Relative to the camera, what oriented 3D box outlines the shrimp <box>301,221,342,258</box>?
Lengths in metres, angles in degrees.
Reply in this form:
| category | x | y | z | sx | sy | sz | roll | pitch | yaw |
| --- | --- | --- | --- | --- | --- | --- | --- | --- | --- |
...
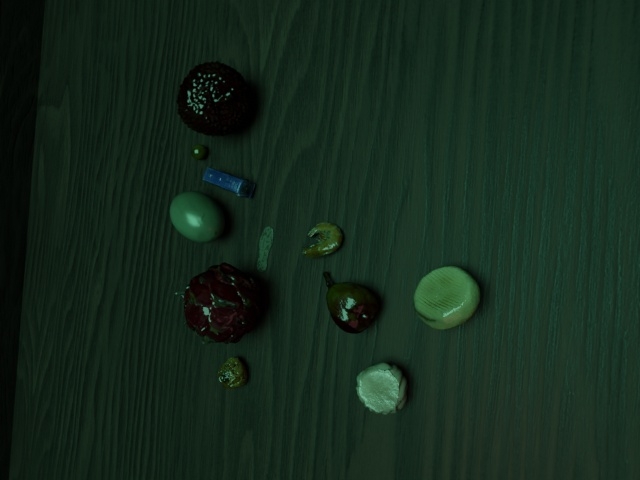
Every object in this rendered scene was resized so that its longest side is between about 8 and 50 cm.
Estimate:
| category | x | y | z | sx | sy | sz | roll | pitch | yaw |
| --- | --- | --- | --- | --- | --- | --- | --- | --- | --- |
| shrimp | 0.002 | 0.002 | 1.736 | 0.188 | 0.052 | 0.132 | -22 | 58 | 23 |

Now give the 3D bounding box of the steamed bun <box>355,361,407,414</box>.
| category | x | y | z | sx | sy | sz | roll | pitch | yaw |
| --- | --- | --- | --- | --- | --- | --- | --- | --- | --- |
| steamed bun | 0.215 | 0.500 | 1.545 | 0.183 | 0.106 | 0.182 | 0 | 91 | 29 |

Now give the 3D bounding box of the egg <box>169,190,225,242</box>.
| category | x | y | z | sx | sy | sz | roll | pitch | yaw |
| --- | --- | --- | --- | --- | --- | --- | --- | --- | --- |
| egg | -0.532 | -0.103 | 1.965 | 0.283 | 0.203 | 0.202 | 38 | 107 | 31 |

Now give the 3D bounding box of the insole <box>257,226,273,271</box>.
| category | x | y | z | sx | sy | sz | roll | pitch | yaw |
| --- | --- | --- | --- | --- | --- | --- | --- | --- | --- |
| insole | -0.231 | 0.036 | 1.892 | 0.065 | 0.006 | 0.193 | 12 | 95 | 31 |

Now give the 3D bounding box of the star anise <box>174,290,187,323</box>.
| category | x | y | z | sx | sy | sz | roll | pitch | yaw |
| --- | --- | --- | --- | --- | --- | --- | --- | --- | --- |
| star anise | -0.537 | 0.287 | 2.019 | 0.209 | 0.089 | 0.231 | -39 | 74 | 11 |

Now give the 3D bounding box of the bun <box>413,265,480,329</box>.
| category | x | y | z | sx | sy | sz | roll | pitch | yaw |
| --- | --- | --- | --- | --- | --- | --- | --- | --- | --- |
| bun | 0.405 | 0.188 | 1.439 | 0.222 | 0.128 | 0.222 | -31 | 44 | 35 |

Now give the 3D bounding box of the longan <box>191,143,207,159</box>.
| category | x | y | z | sx | sy | sz | roll | pitch | yaw |
| --- | --- | --- | --- | --- | --- | --- | --- | --- | --- |
| longan | -0.553 | -0.408 | 2.078 | 0.075 | 0.075 | 0.083 | -19 | 37 | 29 |

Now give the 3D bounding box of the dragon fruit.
| category | x | y | z | sx | sy | sz | roll | pitch | yaw |
| --- | --- | --- | --- | --- | --- | --- | --- | --- | --- |
| dragon fruit | -0.387 | 0.247 | 1.808 | 0.330 | 0.329 | 0.328 | -2 | 87 | 31 |

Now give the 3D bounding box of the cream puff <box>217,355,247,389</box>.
| category | x | y | z | sx | sy | sz | roll | pitch | yaw |
| --- | --- | --- | --- | --- | --- | --- | --- | --- | --- |
| cream puff | -0.369 | 0.554 | 1.900 | 0.120 | 0.104 | 0.133 | 20 | 97 | 37 |

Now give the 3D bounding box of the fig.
| category | x | y | z | sx | sy | sz | roll | pitch | yaw |
| --- | --- | --- | --- | --- | --- | --- | --- | --- | --- |
| fig | 0.081 | 0.202 | 1.631 | 0.274 | 0.146 | 0.170 | 44 | 108 | 39 |

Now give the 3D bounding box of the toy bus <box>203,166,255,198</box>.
| category | x | y | z | sx | sy | sz | roll | pitch | yaw |
| --- | --- | --- | --- | --- | --- | --- | --- | --- | --- |
| toy bus | -0.397 | -0.247 | 1.954 | 0.237 | 0.094 | 0.079 | 22 | 99 | 30 |

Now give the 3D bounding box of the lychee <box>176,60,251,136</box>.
| category | x | y | z | sx | sy | sz | roll | pitch | yaw |
| --- | --- | --- | --- | --- | --- | --- | --- | --- | --- |
| lychee | -0.440 | -0.580 | 1.891 | 0.330 | 0.306 | 0.305 | 17 | 97 | 59 |
